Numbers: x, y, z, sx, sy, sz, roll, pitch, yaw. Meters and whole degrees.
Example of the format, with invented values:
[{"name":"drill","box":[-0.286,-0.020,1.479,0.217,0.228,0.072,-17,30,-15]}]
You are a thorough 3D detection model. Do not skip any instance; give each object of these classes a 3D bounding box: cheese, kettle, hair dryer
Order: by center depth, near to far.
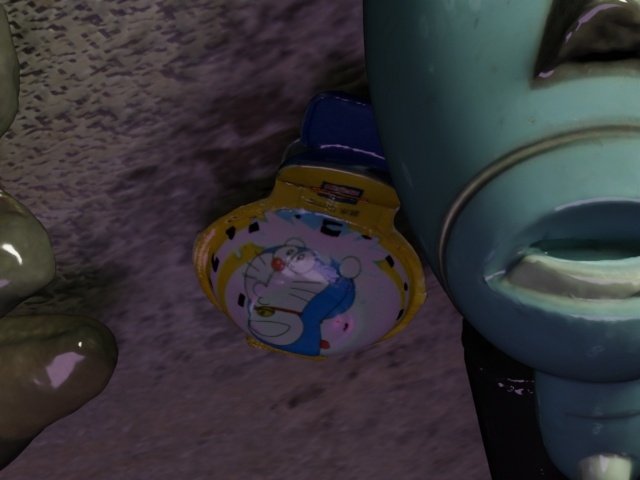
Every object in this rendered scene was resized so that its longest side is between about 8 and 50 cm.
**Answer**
[{"name":"kettle","box":[0.140,-0.053,0.846,0.247,0.342,0.320,-2,133,10]},{"name":"cheese","box":[0.000,0.000,1.109,0.156,0.064,0.250,13,136,-5]},{"name":"hair dryer","box":[0.195,0.162,1.133,0.089,0.251,0.197,-32,136,-19]}]

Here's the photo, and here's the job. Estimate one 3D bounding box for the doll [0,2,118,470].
[{"name":"doll","box":[-0.275,0.008,1.100,0.382,0.252,0.378,-19,160,28]}]
